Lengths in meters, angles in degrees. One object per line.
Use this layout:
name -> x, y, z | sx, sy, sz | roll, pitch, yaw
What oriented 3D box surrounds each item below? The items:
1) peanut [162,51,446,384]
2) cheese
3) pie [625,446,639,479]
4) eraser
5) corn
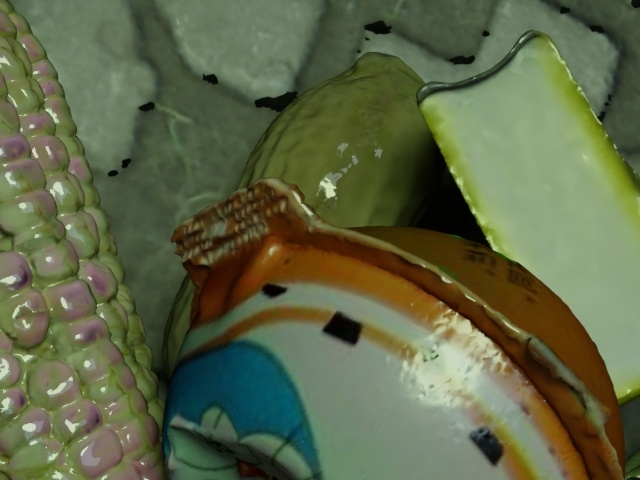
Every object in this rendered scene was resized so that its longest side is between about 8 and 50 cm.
peanut -> 0.000, 0.000, 0.763 | 0.098, 0.090, 0.214 | 35, 64, -20
cheese -> 0.055, 0.118, 0.627 | 0.129, 0.217, 0.329 | -41, 102, -37
pie -> 0.223, 0.220, 0.781 | 0.306, 0.071, 0.306 | 11, 69, -29
eraser -> 0.119, -0.008, 0.748 | 0.069, 0.226, 0.158 | -31, 85, 10
corn -> -0.128, 0.052, 0.677 | 0.126, 0.126, 0.335 | -22, 83, -26
